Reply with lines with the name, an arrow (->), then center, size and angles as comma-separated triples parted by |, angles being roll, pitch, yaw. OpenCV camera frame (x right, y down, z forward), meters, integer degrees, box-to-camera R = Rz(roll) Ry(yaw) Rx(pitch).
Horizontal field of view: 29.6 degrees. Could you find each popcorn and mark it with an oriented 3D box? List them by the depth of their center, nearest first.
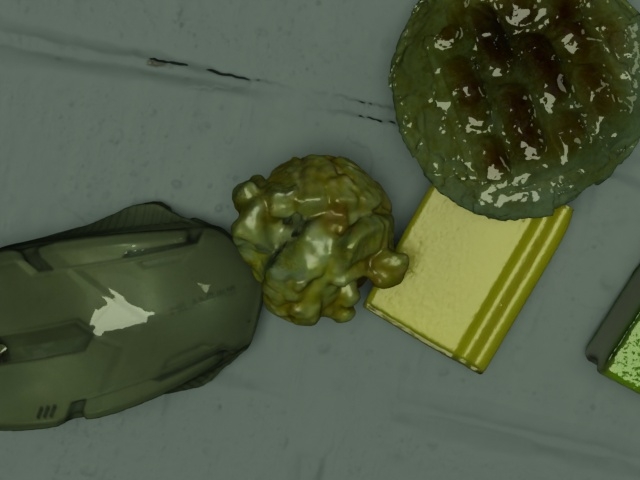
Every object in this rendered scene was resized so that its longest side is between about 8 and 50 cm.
popcorn -> 0.000, 0.000, 1.328 | 0.185, 0.167, 0.187 | -19, 85, 15

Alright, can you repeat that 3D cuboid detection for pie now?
pie -> 0.216, -0.174, 1.305 | 0.306, 0.071, 0.306 | 0, 77, 1

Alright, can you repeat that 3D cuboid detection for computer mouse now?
computer mouse -> -0.274, 0.094, 1.390 | 0.429, 0.145, 0.228 | -13, 96, 8

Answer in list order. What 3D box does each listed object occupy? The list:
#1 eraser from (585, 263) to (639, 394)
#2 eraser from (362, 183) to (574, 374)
eraser -> 0.464, 0.115, 1.329 | 0.274, 0.092, 0.210 | 31, 98, 2
eraser -> 0.166, 0.021, 1.365 | 0.158, 0.069, 0.226 | 30, 98, 4
